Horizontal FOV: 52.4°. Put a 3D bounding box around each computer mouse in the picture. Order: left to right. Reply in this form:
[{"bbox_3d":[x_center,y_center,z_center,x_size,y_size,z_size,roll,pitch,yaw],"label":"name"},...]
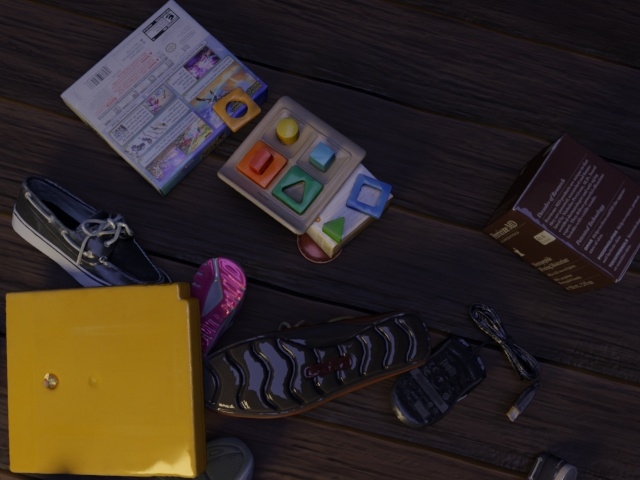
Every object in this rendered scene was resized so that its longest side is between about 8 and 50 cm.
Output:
[{"bbox_3d":[0.246,0.247,1.097,0.262,0.060,0.184,-39,79,-22],"label":"computer mouse"}]

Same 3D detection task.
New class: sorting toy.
[{"bbox_3d":[-0.047,-0.135,1.083,0.347,0.047,0.196,36,75,9],"label":"sorting toy"}]

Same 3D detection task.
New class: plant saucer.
[{"bbox_3d":[0.000,0.000,1.152,0.083,0.013,0.083,1,78,-3],"label":"plant saucer"}]

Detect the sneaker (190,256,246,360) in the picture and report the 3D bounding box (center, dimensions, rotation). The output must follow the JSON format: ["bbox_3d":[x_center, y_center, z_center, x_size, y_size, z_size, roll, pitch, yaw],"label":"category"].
[{"bbox_3d":[-0.194,0.133,1.069,0.103,0.111,0.252,40,101,3],"label":"sneaker"}]

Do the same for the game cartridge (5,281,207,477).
[{"bbox_3d":[-0.332,0.211,0.996,0.323,0.052,0.285,-4,87,14],"label":"game cartridge"}]

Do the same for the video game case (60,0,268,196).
[{"bbox_3d":[-0.272,-0.256,1.163,0.244,0.061,0.269,43,79,6],"label":"video game case"}]

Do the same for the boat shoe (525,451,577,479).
[{"bbox_3d":[0.339,0.442,1.070,0.206,0.075,0.065,-52,43,-7],"label":"boat shoe"}]

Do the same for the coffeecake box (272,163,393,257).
[{"bbox_3d":[0.009,-0.088,1.133,0.142,0.068,0.185,-40,79,-14],"label":"coffeecake box"}]

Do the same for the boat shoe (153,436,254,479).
[{"bbox_3d":[-0.223,0.443,1.006,0.118,0.103,0.320,30,70,39],"label":"boat shoe"}]

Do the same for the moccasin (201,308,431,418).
[{"bbox_3d":[-0.015,0.190,1.049,0.380,0.147,0.139,-18,84,-15],"label":"moccasin"}]

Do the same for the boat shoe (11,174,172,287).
[{"bbox_3d":[-0.365,-0.003,1.067,0.306,0.113,0.105,35,123,10],"label":"boat shoe"}]

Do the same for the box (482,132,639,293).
[{"bbox_3d":[0.424,-0.039,1.110,0.203,0.168,0.167,35,79,4],"label":"box"}]
